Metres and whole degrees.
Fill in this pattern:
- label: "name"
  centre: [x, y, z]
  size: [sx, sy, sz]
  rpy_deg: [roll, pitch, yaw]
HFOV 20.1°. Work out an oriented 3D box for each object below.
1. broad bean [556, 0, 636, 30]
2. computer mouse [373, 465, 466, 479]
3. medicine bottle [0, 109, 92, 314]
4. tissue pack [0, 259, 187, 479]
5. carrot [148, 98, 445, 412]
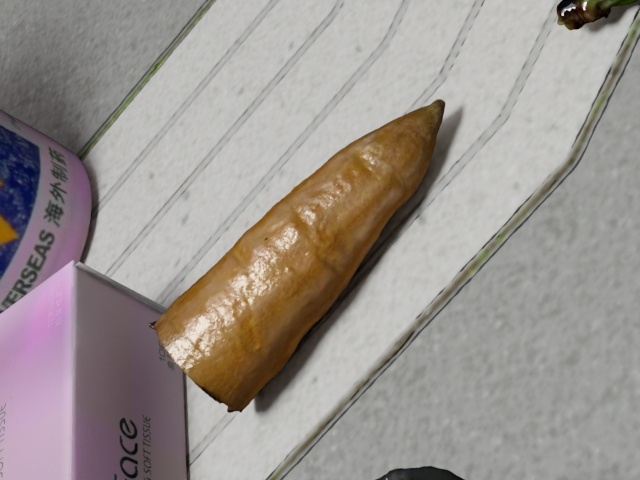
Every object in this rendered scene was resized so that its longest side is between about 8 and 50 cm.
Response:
- label: "broad bean"
  centre: [0.225, -0.205, 0.880]
  size: [0.297, 0.043, 0.060]
  rpy_deg: [-48, 27, 17]
- label: "computer mouse"
  centre: [0.048, 0.232, 0.733]
  size: [0.170, 0.100, 0.269]
  rpy_deg: [-34, 47, 37]
- label: "medicine bottle"
  centre: [-0.313, -0.044, 1.200]
  size: [0.178, 0.290, 0.178]
  rpy_deg: [-28, 46, 34]
- label: "tissue pack"
  centre: [-0.154, 0.151, 1.041]
  size: [0.148, 0.092, 0.246]
  rpy_deg: [-34, 42, 29]
- label: "carrot"
  centre: [0.000, 0.000, 0.997]
  size: [0.205, 0.072, 0.072]
  rpy_deg: [-46, 37, 5]
